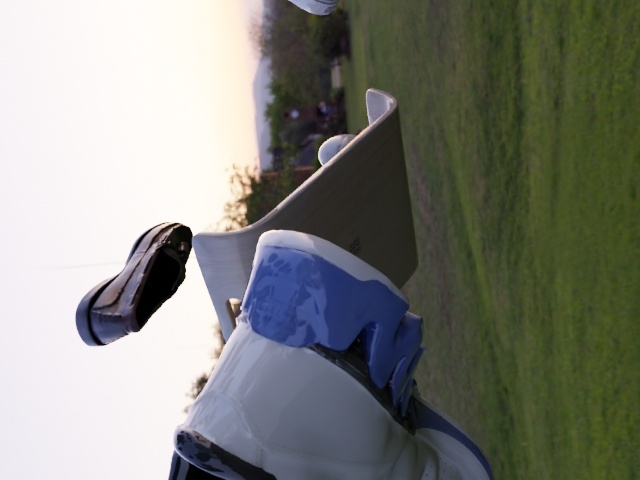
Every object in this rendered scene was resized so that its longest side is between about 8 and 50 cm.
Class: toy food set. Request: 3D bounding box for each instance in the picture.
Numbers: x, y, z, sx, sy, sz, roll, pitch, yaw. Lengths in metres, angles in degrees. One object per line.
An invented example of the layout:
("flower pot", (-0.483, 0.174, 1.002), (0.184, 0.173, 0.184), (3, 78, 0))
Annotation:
("toy food set", (0.000, 0.000, 0.773), (0.306, 0.092, 0.219), (-44, -44, -37))

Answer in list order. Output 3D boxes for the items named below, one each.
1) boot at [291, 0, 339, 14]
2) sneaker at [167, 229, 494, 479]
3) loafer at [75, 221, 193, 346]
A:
("boot", (-0.050, -0.291, 0.648), (0.086, 0.190, 0.069), (-53, 12, 42))
("sneaker", (-0.005, 0.153, 0.443), (0.182, 0.128, 0.315), (-54, -40, -22))
("loafer", (-0.253, 0.061, 1.103), (0.302, 0.095, 0.109), (-59, -41, -57))
